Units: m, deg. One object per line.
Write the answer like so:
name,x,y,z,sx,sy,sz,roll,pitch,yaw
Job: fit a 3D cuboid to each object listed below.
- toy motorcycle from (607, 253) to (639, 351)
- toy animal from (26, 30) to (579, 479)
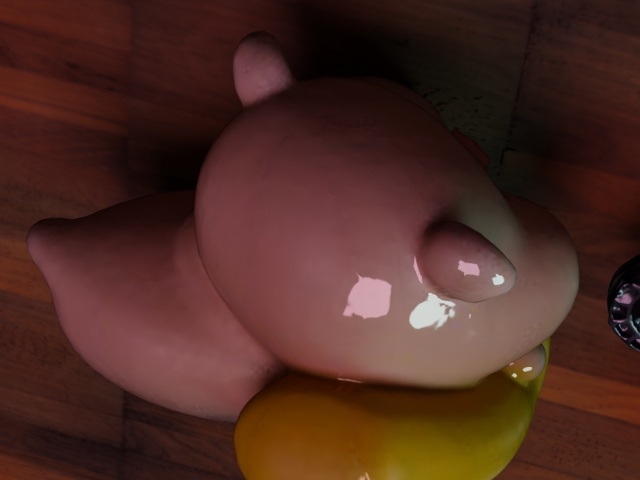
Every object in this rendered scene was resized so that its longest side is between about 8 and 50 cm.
toy motorcycle,0.323,0.114,1.224,0.212,0.125,0.358,-14,127,20
toy animal,0.013,-0.007,1.178,0.345,0.277,0.247,29,125,40
